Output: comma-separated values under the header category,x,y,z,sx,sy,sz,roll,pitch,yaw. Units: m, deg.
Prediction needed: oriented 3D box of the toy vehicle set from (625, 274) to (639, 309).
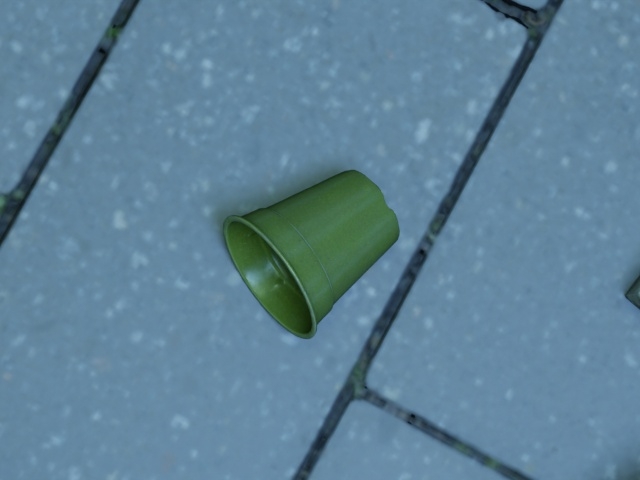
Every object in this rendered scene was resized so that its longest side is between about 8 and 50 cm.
category,x,y,z,sx,sy,sz,roll,pitch,yaw
toy vehicle set,0.328,-0.017,1.089,0.166,0.035,0.267,39,82,-1

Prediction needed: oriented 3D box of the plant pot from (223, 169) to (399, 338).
category,x,y,z,sx,sy,sz,roll,pitch,yaw
plant pot,0.000,0.000,1.040,0.079,0.083,0.083,-36,89,-20
